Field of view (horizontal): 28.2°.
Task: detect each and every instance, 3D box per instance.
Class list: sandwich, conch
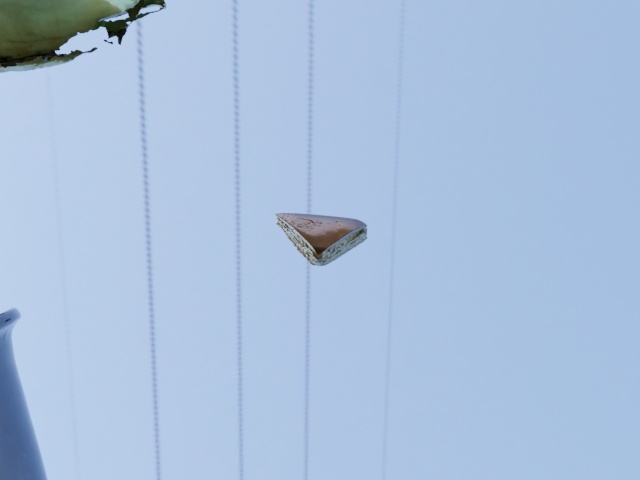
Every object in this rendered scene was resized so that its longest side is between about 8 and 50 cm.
[{"bbox_3d":[0.000,0.000,1.116,0.083,0.044,0.031,5,-35,0],"label":"sandwich"},{"bbox_3d":[-0.311,-0.240,1.356,0.250,0.143,0.137,24,-69,17],"label":"conch"}]

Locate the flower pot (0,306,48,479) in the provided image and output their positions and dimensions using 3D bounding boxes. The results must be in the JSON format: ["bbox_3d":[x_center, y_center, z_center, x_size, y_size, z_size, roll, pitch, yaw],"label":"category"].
[{"bbox_3d":[-0.271,0.164,0.835,0.235,0.235,0.148,-27,-87,27],"label":"flower pot"}]
